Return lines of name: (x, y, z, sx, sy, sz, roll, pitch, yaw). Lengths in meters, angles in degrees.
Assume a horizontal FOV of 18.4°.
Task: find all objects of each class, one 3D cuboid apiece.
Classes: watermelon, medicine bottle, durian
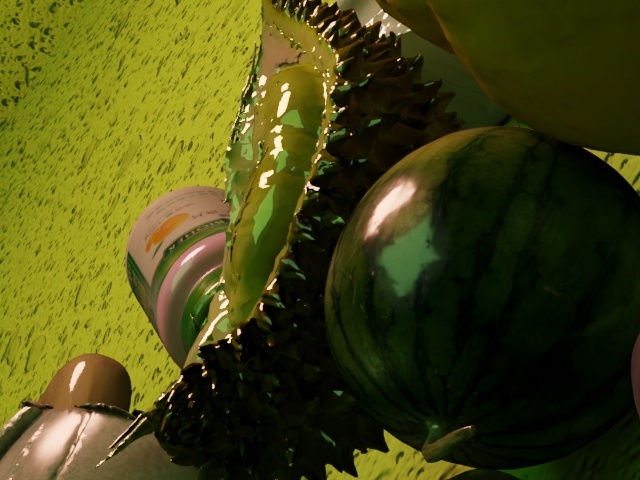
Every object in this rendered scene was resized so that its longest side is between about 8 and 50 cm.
watermelon: (0.093, 0.042, 1.071, 0.188, 0.188, 0.214, -33, 29, 54)
medicine bottle: (-0.078, 0.044, 1.613, 0.133, 0.133, 0.274, -59, 19, 5)
durian: (0.000, 0.000, 1.246, 0.169, 0.158, 0.351, -8, 60, 40)

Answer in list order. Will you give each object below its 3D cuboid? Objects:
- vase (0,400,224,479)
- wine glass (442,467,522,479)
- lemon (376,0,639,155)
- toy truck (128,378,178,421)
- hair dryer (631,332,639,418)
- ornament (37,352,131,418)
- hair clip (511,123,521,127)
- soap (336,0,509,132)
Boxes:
vase: (-0.160, 0.340, 1.241, 0.250, 0.250, 0.445, -22, 47, 62)
wine glass: (0.035, 0.195, 1.102, 0.241, 0.126, 0.126, -25, 40, 60)
lemon: (0.178, -0.210, 1.014, 0.348, 0.348, 0.348, -51, 21, 27)
toy truck: (-0.118, 0.234, 1.508, 0.121, 0.088, 0.259, -48, 23, 34)
hair dryer: (0.293, 0.006, 0.764, 0.361, 0.121, 0.301, -53, 27, 5)
ornament: (-0.197, 0.191, 1.540, 0.245, 0.061, 0.230, -49, 25, 47)
hair clip: (0.110, 0.016, 1.305, 0.187, 0.056, 0.146, -65, 18, 14)
soap: (0.076, -0.131, 1.463, 0.230, 0.145, 0.091, -46, 32, 50)
